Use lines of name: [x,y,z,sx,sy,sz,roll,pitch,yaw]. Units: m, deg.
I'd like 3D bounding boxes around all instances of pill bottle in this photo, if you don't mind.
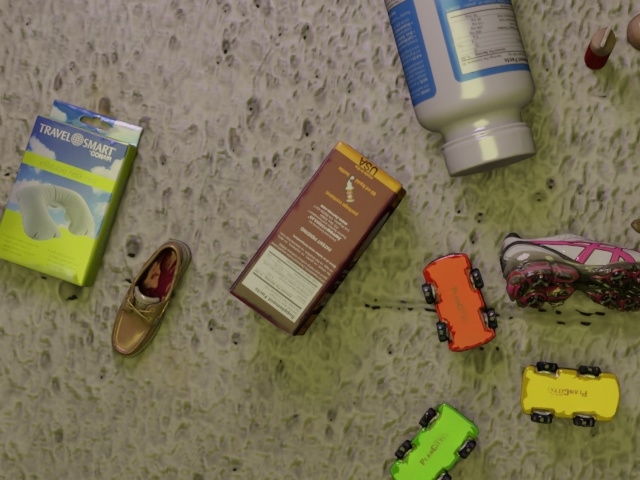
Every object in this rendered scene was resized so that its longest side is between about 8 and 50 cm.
pill bottle: [0.143,-0.181,1.609,0.124,0.124,0.221,-14,86,5]

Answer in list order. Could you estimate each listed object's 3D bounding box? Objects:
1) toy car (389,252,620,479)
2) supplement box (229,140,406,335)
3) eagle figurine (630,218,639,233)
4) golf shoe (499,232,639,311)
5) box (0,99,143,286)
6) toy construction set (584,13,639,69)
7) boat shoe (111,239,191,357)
toy car: [0.153,0.162,1.627,0.239,0.053,0.225,39,92,7]
supplement box: [0.000,0.000,1.625,0.081,0.104,0.188,36,92,6]
eagle figurine: [0.425,0.113,1.538,0.226,0.225,0.298,-14,75,-9]
golf shoe: [0.272,0.022,1.612,0.186,0.067,0.086,4,45,-11]
box: [-0.265,-0.051,1.688,0.109,0.042,0.178,18,90,6]
toy construction set: [0.386,-0.276,1.530,0.309,0.237,0.257,-43,84,3]
boat shoe: [-0.182,0.059,1.671,0.050,0.045,0.135,26,90,7]
